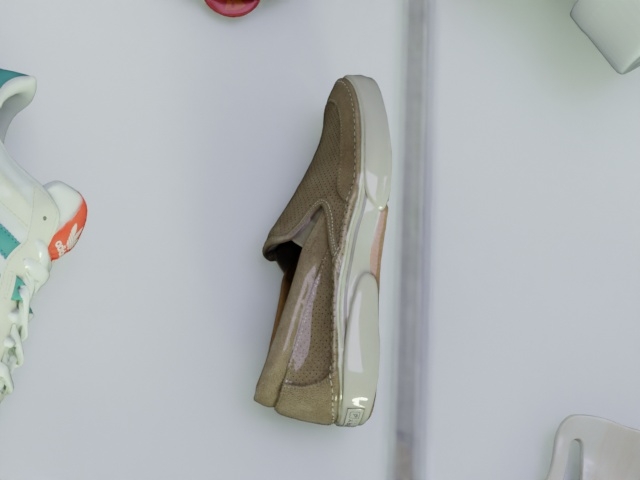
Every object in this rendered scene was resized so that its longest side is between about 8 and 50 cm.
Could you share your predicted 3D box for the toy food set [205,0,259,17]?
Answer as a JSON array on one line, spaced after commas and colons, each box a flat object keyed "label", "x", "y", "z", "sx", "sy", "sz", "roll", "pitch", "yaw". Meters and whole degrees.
[{"label": "toy food set", "x": -0.037, "y": -0.129, "z": 0.567, "sx": 0.083, "sy": 0.020, "sz": 0.083, "roll": -21, "pitch": 78, "yaw": -29}]

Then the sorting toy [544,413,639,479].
[{"label": "sorting toy", "x": 0.115, "y": 0.102, "z": 0.522, "sx": 0.075, "sy": 0.045, "sz": 0.083, "roll": 30, "pitch": 60, "yaw": 0}]

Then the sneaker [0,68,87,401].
[{"label": "sneaker", "x": -0.107, "y": 0.012, "z": 0.456, "sx": 0.075, "sy": 0.057, "sz": 0.161, "roll": -9, "pitch": 69, "yaw": -20}]

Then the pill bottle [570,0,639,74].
[{"label": "pill bottle", "x": 0.097, "y": -0.185, "z": 0.589, "sx": 0.121, "sy": 0.121, "sz": 0.221, "roll": -33, "pitch": 84, "yaw": -30}]

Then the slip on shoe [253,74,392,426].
[{"label": "slip on shoe", "x": 0.000, "y": 0.000, "z": 0.515, "sx": 0.041, "sy": 0.051, "sz": 0.135, "roll": 6, "pitch": 72, "yaw": -8}]
